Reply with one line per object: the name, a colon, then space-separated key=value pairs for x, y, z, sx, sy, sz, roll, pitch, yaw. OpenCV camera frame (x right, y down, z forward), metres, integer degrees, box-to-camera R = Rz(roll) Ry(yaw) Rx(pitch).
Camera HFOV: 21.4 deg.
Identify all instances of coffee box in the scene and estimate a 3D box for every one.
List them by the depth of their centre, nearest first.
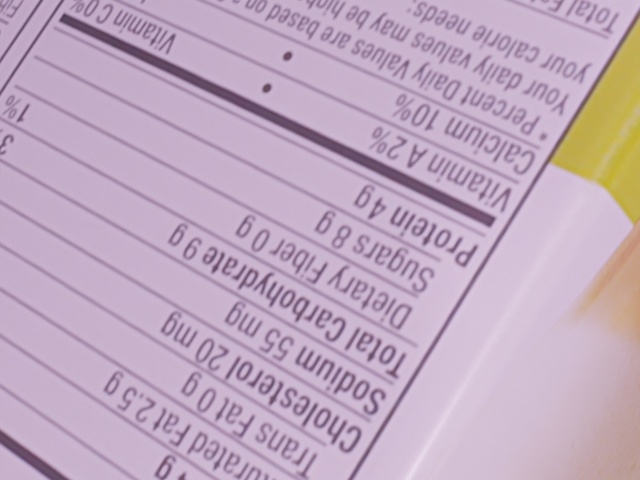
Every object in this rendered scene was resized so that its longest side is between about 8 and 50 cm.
coffee box: x=0.000 y=0.000 z=0.543 sx=0.338 sy=0.337 sz=0.334 roll=27 pitch=81 yaw=35
